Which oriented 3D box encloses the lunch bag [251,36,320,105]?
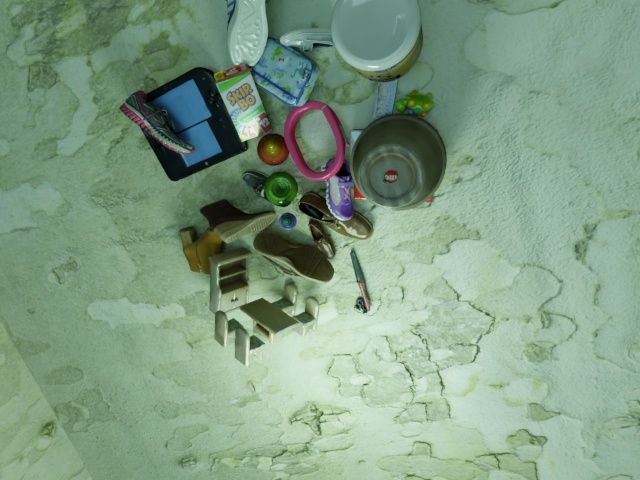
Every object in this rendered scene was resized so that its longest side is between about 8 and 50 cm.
[{"bbox_3d":[-0.124,-0.572,1.515,0.219,0.090,0.176,37,116,11],"label":"lunch bag"}]

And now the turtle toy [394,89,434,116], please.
[{"bbox_3d":[0.313,-0.450,1.466,0.131,0.095,0.066,14,134,10],"label":"turtle toy"}]

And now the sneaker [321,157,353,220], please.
[{"bbox_3d":[0.076,-0.189,1.578,0.105,0.095,0.236,-9,95,56],"label":"sneaker"}]

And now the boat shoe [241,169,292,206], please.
[{"bbox_3d":[-0.209,-0.199,1.699,0.224,0.073,0.080,31,112,0],"label":"boat shoe"}]

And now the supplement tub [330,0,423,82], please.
[{"bbox_3d":[0.177,-0.599,1.293,0.242,0.331,0.240,3,102,14],"label":"supplement tub"}]

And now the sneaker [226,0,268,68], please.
[{"bbox_3d":[-0.260,-0.767,1.462,0.130,0.236,0.322,-6,133,-21],"label":"sneaker"}]

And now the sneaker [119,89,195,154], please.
[{"bbox_3d":[-0.592,-0.430,1.640,0.299,0.121,0.112,40,87,-13],"label":"sneaker"}]

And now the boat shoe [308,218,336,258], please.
[{"bbox_3d":[0.000,0.000,1.725,0.064,0.060,0.177,-24,103,21],"label":"boat shoe"}]

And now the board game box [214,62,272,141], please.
[{"bbox_3d":[-0.268,-0.480,1.553,0.124,0.039,0.259,-18,131,2],"label":"board game box"}]

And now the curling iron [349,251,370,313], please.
[{"bbox_3d":[0.150,0.174,1.764,0.068,0.035,0.273,-6,108,17],"label":"curling iron"}]

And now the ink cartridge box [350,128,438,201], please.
[{"bbox_3d":[0.255,-0.259,1.559,0.297,0.066,0.260,3,110,14],"label":"ink cartridge box"}]

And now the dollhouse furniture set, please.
[{"bbox_3d":[-0.256,0.227,1.730,0.395,0.362,0.256,26,120,38],"label":"dollhouse furniture set"}]

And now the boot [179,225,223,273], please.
[{"bbox_3d":[-0.439,0.037,1.846,0.296,0.104,0.211,-5,115,19],"label":"boot"}]

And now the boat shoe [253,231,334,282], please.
[{"bbox_3d":[-0.109,0.080,1.767,0.343,0.123,0.123,22,157,1],"label":"boat shoe"}]

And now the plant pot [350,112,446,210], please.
[{"bbox_3d":[0.235,-0.228,1.388,0.324,0.280,0.322,4,109,13],"label":"plant pot"}]

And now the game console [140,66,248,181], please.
[{"bbox_3d":[-0.505,-0.440,1.698,0.387,0.060,0.341,-18,104,21],"label":"game console"}]

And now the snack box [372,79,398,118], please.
[{"bbox_3d":[0.224,-0.502,1.499,0.064,0.022,0.178,12,112,11],"label":"snack box"}]

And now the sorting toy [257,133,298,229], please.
[{"bbox_3d":[-0.151,-0.217,1.602,0.127,0.126,0.364,-11,93,-1],"label":"sorting toy"}]

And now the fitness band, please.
[{"bbox_3d":[-0.019,-0.351,1.547,0.209,0.054,0.290,-28,77,25],"label":"fitness band"}]

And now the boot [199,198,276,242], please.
[{"bbox_3d":[-0.325,-0.106,1.742,0.207,0.249,0.090,47,149,30],"label":"boot"}]

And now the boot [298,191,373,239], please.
[{"bbox_3d":[0.053,-0.076,1.655,0.306,0.115,0.112,27,112,3],"label":"boot"}]

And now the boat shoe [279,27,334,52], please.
[{"bbox_3d":[-0.041,-0.654,1.455,0.184,0.066,0.063,-13,93,-22],"label":"boat shoe"}]
